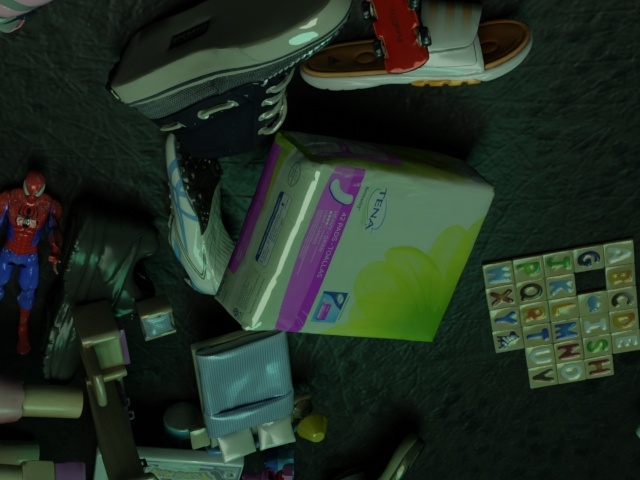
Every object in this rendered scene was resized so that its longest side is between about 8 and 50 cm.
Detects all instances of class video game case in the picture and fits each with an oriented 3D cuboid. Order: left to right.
[{"bbox_3d":[-0.218,0.339,1.984,0.201,0.023,0.183,5,146,-9],"label":"video game case"}]

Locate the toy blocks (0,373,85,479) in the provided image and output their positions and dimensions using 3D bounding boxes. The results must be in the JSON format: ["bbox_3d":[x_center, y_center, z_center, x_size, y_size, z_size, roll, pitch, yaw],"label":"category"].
[{"bbox_3d":[-0.457,0.351,1.802,0.260,0.309,0.288,6,151,-26],"label":"toy blocks"}]

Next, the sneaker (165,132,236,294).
[{"bbox_3d":[-0.158,-0.033,1.727,0.086,0.085,0.237,6,125,26],"label":"sneaker"}]

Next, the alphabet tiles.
[{"bbox_3d":[0.329,0.105,1.903,0.198,0.009,0.237,-10,127,5],"label":"alphabet tiles"}]

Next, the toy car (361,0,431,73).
[{"bbox_3d":[0.075,-0.328,1.500,0.239,0.053,0.225,41,104,-2],"label":"toy car"}]

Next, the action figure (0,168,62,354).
[{"bbox_3d":[-0.375,0.046,1.743,0.091,0.139,0.280,10,124,-13],"label":"action figure"}]

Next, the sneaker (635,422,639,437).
[{"bbox_3d":[0.570,0.278,1.995,0.255,0.094,0.151,26,117,-10],"label":"sneaker"}]

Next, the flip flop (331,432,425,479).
[{"bbox_3d":[0.051,0.364,2.041,0.080,0.112,0.277,36,124,3],"label":"flip flop"}]

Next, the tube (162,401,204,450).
[{"bbox_3d":[-0.195,0.317,2.019,0.080,0.052,0.207,6,133,2],"label":"tube"}]

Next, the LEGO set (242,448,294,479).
[{"bbox_3d":[-0.085,0.374,2.047,0.093,0.087,0.227,1,134,0],"label":"LEGO set"}]

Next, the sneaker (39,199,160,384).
[{"bbox_3d":[-0.282,0.082,1.796,0.130,0.109,0.286,10,130,-19],"label":"sneaker"}]

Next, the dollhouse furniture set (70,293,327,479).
[{"bbox_3d":[-0.128,0.211,1.782,0.303,0.198,0.286,-15,131,-14],"label":"dollhouse furniture set"}]

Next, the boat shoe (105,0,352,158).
[{"bbox_3d":[-0.067,-0.189,1.542,0.340,0.127,0.158,-10,140,42],"label":"boat shoe"}]

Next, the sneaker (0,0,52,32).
[{"bbox_3d":[-0.314,-0.289,1.514,0.319,0.112,0.131,-7,145,6],"label":"sneaker"}]

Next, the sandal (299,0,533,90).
[{"bbox_3d":[0.104,-0.223,1.575,0.265,0.102,0.076,-7,131,5],"label":"sandal"}]

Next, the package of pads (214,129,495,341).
[{"bbox_3d":[0.046,-0.005,1.657,0.296,0.101,0.229,7,114,-39],"label":"package of pads"}]
